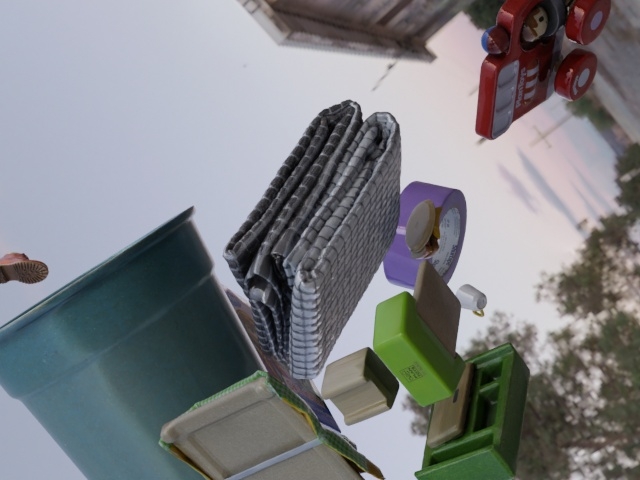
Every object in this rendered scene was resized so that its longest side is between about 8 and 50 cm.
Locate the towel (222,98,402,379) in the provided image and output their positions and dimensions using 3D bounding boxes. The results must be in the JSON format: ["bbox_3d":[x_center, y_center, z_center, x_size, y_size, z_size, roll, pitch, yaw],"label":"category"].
[{"bbox_3d":[0.000,0.000,1.101,0.121,0.235,0.283,21,-121,16],"label":"towel"}]

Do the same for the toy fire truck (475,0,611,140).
[{"bbox_3d":[0.389,-0.357,1.670,0.169,0.302,0.254,34,-126,31],"label":"toy fire truck"}]

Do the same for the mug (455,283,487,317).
[{"bbox_3d":[0.376,0.146,2.180,0.078,0.062,0.064,27,178,-34],"label":"mug"}]

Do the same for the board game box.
[{"bbox_3d":[-0.121,0.237,1.776,0.319,0.066,0.318,41,-167,-52],"label":"board game box"}]

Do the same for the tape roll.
[{"bbox_3d":[0.184,-0.005,1.556,0.080,0.189,0.189,13,-174,26],"label":"tape roll"}]

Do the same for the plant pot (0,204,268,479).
[{"bbox_3d":[-0.221,0.184,1.171,0.334,0.341,0.341,58,-159,-6],"label":"plant pot"}]

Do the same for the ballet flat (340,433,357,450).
[{"bbox_3d":[0.040,0.479,1.890,0.070,0.070,0.188,44,-161,-18],"label":"ballet flat"}]

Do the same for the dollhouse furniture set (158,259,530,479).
[{"bbox_3d":[0.024,0.161,0.892,0.197,0.302,0.151,51,-149,-18],"label":"dollhouse furniture set"}]

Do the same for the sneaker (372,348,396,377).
[{"bbox_3d":[0.149,0.322,2.346,0.258,0.091,0.094,100,148,-64],"label":"sneaker"}]

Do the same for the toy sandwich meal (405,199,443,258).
[{"bbox_3d":[0.147,-0.015,1.252,0.029,0.085,0.085,17,-146,-19],"label":"toy sandwich meal"}]

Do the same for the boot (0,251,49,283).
[{"bbox_3d":[-0.678,0.055,2.046,0.084,0.158,0.059,-61,-34,-54],"label":"boot"}]
